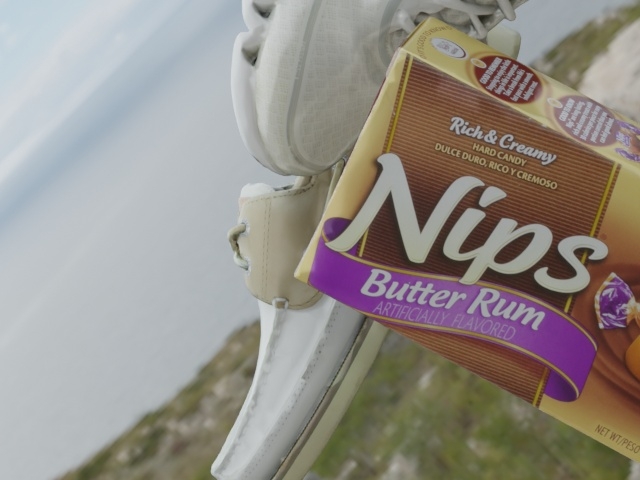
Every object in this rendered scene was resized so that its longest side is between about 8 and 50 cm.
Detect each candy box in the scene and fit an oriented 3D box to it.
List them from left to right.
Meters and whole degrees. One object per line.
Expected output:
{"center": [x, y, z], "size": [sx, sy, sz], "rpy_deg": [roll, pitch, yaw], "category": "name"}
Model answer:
{"center": [0.096, 0.006, 0.554], "size": [0.109, 0.186, 0.053], "rpy_deg": [-64, -5, 30], "category": "candy box"}

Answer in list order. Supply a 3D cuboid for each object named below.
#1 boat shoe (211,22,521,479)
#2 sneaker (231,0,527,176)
{"center": [0.000, 0.000, 0.796], "size": [0.113, 0.103, 0.302], "rpy_deg": [-177, 112, -84], "category": "boat shoe"}
{"center": [0.069, -0.143, 0.652], "size": [0.292, 0.118, 0.110], "rpy_deg": [-53, -28, 7], "category": "sneaker"}
